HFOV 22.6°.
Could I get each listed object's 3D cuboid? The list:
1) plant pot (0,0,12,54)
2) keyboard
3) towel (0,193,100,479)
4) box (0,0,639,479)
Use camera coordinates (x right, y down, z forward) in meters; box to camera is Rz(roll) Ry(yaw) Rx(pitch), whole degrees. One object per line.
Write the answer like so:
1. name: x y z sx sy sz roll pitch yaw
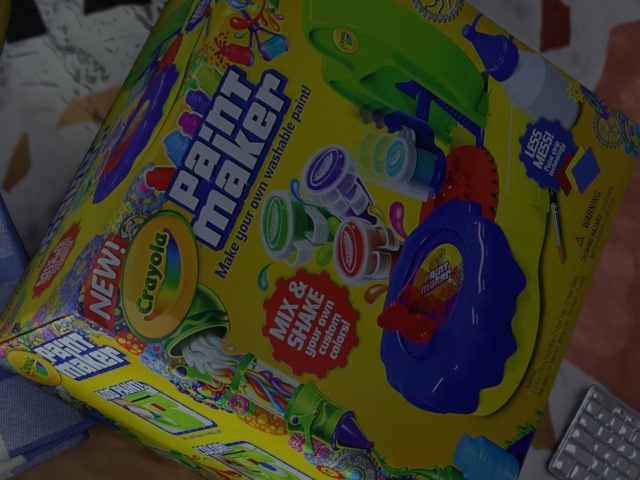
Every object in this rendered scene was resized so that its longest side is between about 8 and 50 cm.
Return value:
1. plant pot: -0.235 -0.144 0.935 0.134 0.134 0.095 -30 123 -24
2. keyboard: 0.277 0.200 1.167 0.256 0.014 0.072 34 71 -16
3. towel: -0.290 0.078 0.922 0.285 0.034 0.209 -23 92 -26
4. box: 0.000 0.000 0.966 0.279 0.177 0.290 31 67 -19
